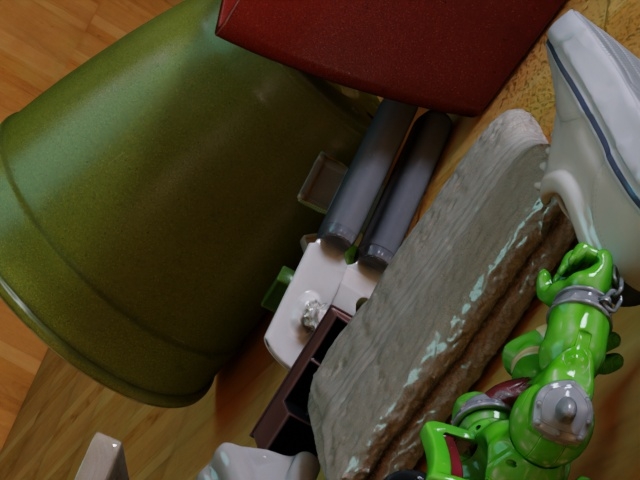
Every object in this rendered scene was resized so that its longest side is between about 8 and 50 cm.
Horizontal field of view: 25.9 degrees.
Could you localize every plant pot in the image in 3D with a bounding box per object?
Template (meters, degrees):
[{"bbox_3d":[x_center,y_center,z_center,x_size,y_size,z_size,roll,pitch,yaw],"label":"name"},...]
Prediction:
[{"bbox_3d":[-0.127,-0.078,1.440,0.353,0.366,0.366,-42,19,16],"label":"plant pot"},{"bbox_3d":[0.084,-0.262,1.205,0.267,0.235,0.267,-54,14,21],"label":"plant pot"}]

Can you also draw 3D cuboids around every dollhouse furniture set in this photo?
[{"bbox_3d":[0.000,0.000,1.295,0.152,0.076,0.058,-65,2,-32],"label":"dollhouse furniture set"}]

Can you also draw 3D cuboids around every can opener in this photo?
[{"bbox_3d":[0.028,-0.002,1.210,0.280,0.074,0.093,-64,14,-17],"label":"can opener"}]

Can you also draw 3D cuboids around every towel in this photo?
[{"bbox_3d":[0.085,0.047,0.976,0.282,0.049,0.187,-56,16,13],"label":"towel"}]

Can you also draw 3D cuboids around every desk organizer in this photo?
[{"bbox_3d":[-0.002,0.123,1.122,0.130,0.047,0.050,-58,17,7],"label":"desk organizer"}]

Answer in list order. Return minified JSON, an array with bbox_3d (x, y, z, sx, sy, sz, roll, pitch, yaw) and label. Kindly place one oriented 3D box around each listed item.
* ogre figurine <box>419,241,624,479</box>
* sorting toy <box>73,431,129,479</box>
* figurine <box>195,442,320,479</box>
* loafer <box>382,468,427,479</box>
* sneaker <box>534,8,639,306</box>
[{"bbox_3d":[0.098,0.109,0.714,0.197,0.097,0.118,-44,11,27],"label":"ogre figurine"},{"bbox_3d":[-0.198,0.324,1.207,0.257,0.089,0.255,105,-174,-69],"label":"sorting toy"},{"bbox_3d":[-0.064,0.275,0.987,0.215,0.092,0.209,-55,23,16],"label":"figurine"},{"bbox_3d":[0.027,0.216,0.841,0.170,0.062,0.061,-56,-8,0],"label":"loafer"},{"bbox_3d":[0.162,-0.057,0.816,0.091,0.094,0.258,-49,18,23],"label":"sneaker"}]
